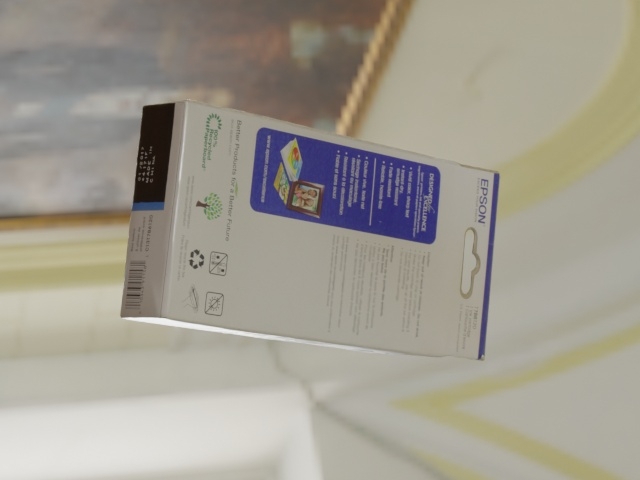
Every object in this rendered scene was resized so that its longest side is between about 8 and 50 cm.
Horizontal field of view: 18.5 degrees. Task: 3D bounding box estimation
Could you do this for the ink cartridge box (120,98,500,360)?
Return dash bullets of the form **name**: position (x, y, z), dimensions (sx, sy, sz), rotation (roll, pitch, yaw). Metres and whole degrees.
- **ink cartridge box**: position (0.000, 0.000, 1.535), dimensions (0.065, 0.333, 0.165), rotation (-3, -101, 50)
